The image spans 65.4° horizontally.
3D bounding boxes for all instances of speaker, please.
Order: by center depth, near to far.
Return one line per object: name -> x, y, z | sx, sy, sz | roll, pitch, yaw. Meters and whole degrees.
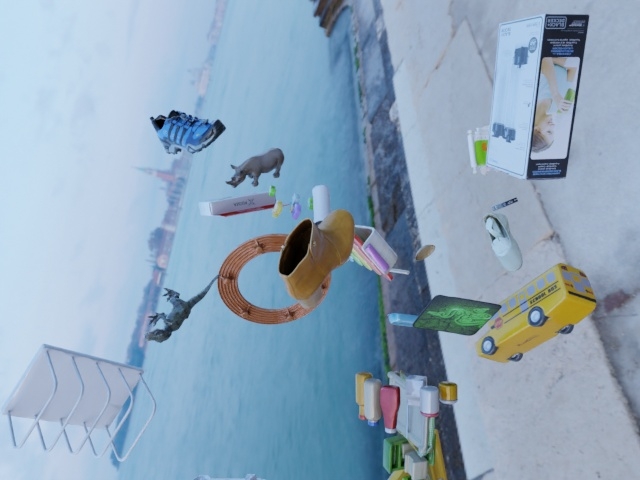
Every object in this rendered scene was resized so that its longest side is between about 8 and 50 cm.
speaker -> 0.004, -0.100, 1.509 | 0.055, 0.055, 0.136 | 125, 149, -52

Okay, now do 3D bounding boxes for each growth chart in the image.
growth chart -> 0.603, -0.322, 1.688 | 0.021, 0.237, 0.172 | -176, 69, -78

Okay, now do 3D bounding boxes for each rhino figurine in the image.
rhino figurine -> -0.217, -0.239, 1.660 | 0.073, 0.243, 0.106 | 45, 144, 24

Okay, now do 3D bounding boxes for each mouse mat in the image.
mouse mat -> 0.349, 0.195, 1.285 | 0.153, 0.189, 0.007 | 114, 160, -45

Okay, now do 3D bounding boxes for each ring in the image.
ring -> -0.133, 0.127, 1.464 | 0.032, 0.336, 0.337 | -103, 31, -54

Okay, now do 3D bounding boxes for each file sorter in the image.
file sorter -> -0.583, 0.410, 1.228 | 0.173, 0.277, 0.193 | 33, 91, 48

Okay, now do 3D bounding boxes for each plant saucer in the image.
plant saucer -> 0.375, 0.040, 1.798 | 0.015, 0.083, 0.083 | 58, 139, 31

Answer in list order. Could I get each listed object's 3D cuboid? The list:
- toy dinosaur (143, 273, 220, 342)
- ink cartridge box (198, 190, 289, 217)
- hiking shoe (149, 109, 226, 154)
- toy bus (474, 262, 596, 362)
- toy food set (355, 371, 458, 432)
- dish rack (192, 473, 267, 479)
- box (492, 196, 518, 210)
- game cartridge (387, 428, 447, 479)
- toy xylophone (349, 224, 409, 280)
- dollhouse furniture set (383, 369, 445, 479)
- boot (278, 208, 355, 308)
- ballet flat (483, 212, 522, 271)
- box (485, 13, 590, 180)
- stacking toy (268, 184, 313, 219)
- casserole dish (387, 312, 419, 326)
toy dinosaur -> -0.372, 0.174, 1.281 | 0.268, 0.118, 0.064 | -53, -44, -46
ink cartridge box -> -0.291, -0.141, 1.892 | 0.239, 0.275, 0.060 | 6, 106, 58
hiking shoe -> -0.438, -0.357, 1.609 | 0.304, 0.132, 0.113 | -2, 44, 37
toy bus -> 0.548, 0.205, 1.314 | 0.333, 0.108, 0.130 | 127, 152, -45
toy food set -> 0.178, 0.358, 1.086 | 0.111, 0.232, 0.105 | -2, -88, -67
dish rack -> -0.325, 0.743, 1.418 | 0.333, 0.285, 0.072 | -18, 83, 32
box -> 0.714, -0.140, 1.932 | 0.083, 0.067, 0.018 | 134, 114, -81
game cartridge -> 0.346, 0.871, 1.745 | 0.052, 0.323, 0.285 | 1, 111, 43
toy xylophone -> 0.145, 0.042, 1.553 | 0.081, 0.236, 0.322 | -46, 10, -11
dollhouse furniture set -> 0.283, 0.510, 1.340 | 0.197, 0.151, 0.302 | -161, 70, -68
boot -> -0.001, 0.000, 1.151 | 0.211, 0.104, 0.295 | 72, -143, -57
ballet flat -> 0.595, -0.003, 1.656 | 0.248, 0.086, 0.086 | -91, 22, -46
box -> 0.409, -0.273, 0.967 | 0.169, 0.087, 0.290 | -117, 25, -71
stacking toy -> -0.082, -0.118, 1.658 | 0.052, 0.167, 0.221 | -62, 21, 23
casserole dish -> 0.399, 0.369, 2.295 | 0.114, 0.188, 0.037 | 116, 161, -69
